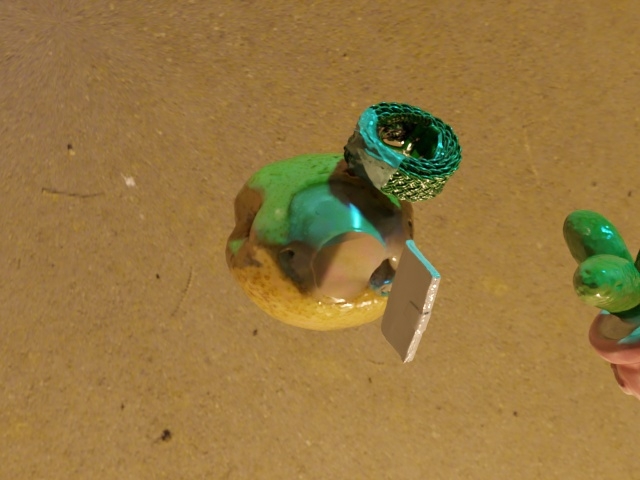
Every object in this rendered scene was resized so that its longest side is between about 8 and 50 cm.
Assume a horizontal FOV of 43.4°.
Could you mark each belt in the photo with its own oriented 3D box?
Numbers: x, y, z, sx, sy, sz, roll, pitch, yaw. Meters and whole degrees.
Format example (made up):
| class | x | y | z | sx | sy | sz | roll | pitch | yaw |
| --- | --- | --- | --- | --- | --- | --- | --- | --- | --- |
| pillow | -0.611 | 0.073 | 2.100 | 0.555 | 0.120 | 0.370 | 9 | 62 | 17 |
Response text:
| class | x | y | z | sx | sy | sz | roll | pitch | yaw |
| --- | --- | --- | --- | --- | --- | --- | --- | --- | --- |
| belt | 0.109 | -0.122 | 1.041 | 0.151 | 0.079 | 0.121 | 16 | 55 | -6 |

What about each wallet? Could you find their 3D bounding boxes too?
| class | x | y | z | sx | sy | sz | roll | pitch | yaw |
| --- | --- | --- | --- | --- | --- | --- | --- | --- | --- |
| wallet | 0.062 | 0.044 | 0.569 | 0.011 | 0.044 | 0.083 | -6 | 129 | -25 |

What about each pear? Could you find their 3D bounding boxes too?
| class | x | y | z | sx | sy | sz | roll | pitch | yaw |
| --- | --- | --- | --- | --- | --- | --- | --- | --- | --- |
| pear | 0.000 | 0.000 | 1.136 | 0.271 | 0.271 | 0.271 | -5 | 106 | -17 |

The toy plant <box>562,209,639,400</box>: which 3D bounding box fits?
| class | x | y | z | sx | sy | sz | roll | pitch | yaw |
| --- | --- | --- | --- | --- | --- | --- | --- | --- | --- |
| toy plant | 0.548 | 0.125 | 1.368 | 0.210 | 0.317 | 0.356 | -26 | 105 | 23 |
